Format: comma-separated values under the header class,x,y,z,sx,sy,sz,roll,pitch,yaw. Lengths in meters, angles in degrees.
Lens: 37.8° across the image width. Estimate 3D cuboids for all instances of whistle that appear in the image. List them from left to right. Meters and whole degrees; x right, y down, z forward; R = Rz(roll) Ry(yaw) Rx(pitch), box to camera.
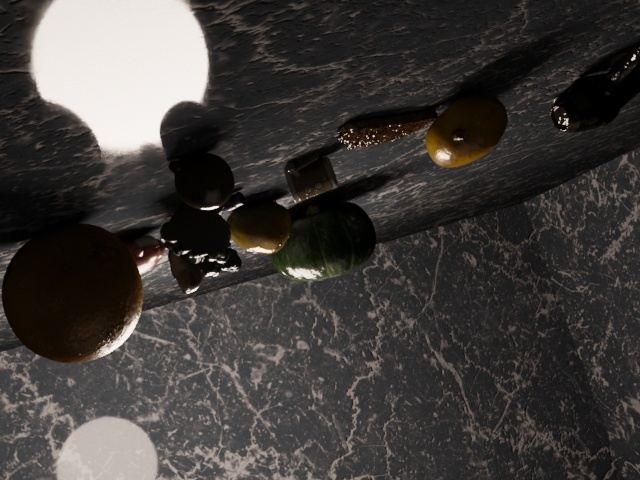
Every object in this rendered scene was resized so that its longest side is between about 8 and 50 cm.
class,x,y,z,sx,sy,sz,roll,pitch,yaw
whistle,-0.242,-0.064,2.066,0.176,0.033,0.033,-21,173,26

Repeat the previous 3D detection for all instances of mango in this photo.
class,x,y,z,sx,sy,sz,roll,pitch,yaw
mango,0.292,-0.222,1.883,0.176,0.119,0.317,-40,-178,8

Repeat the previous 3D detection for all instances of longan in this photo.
class,x,y,z,sx,sy,sz,roll,pitch,yaw
longan,-0.205,-0.106,1.612,0.119,0.106,0.106,33,145,-24

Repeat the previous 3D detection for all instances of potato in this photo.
class,x,y,z,sx,sy,sz,roll,pitch,yaw
potato,-0.147,-0.028,2.242,0.176,0.137,0.137,-10,170,-41

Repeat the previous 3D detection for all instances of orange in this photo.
class,x,y,z,sx,sy,sz,roll,pitch,yaw
orange,-0.475,0.101,1.805,0.274,0.274,0.274,-18,173,-2

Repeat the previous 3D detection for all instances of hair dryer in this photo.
class,x,y,z,sx,sy,sz,roll,pitch,yaw
hair dryer,0.656,-0.362,1.937,0.303,0.120,0.359,-25,167,-19

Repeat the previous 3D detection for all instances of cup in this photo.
class,x,y,z,sx,sy,sz,roll,pitch,yaw
cup,-0.023,-0.141,1.964,0.099,0.102,0.074,-20,-148,3

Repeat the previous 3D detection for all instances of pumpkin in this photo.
class,x,y,z,sx,sy,sz,roll,pitch,yaw
pumpkin,0.000,0.000,2.552,0.300,0.207,0.300,-20,-172,3

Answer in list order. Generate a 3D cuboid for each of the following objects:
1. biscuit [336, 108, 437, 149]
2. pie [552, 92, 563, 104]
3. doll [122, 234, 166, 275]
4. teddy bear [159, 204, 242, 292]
class,x,y,z,sx,sy,sz,roll,pitch,yaw
biscuit,0.114,-0.215,1.852,0.237,0.026,0.131,-15,171,-37
pie,0.578,-0.333,2.174,0.084,0.020,0.084,-18,171,-3
doll,-0.463,0.051,2.153,0.262,0.093,0.211,-19,176,0
teddy bear,-0.258,0.036,2.050,0.171,0.144,0.251,5,150,-3
